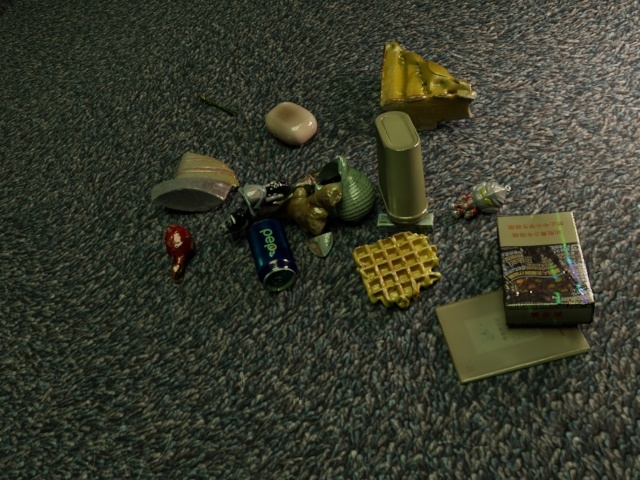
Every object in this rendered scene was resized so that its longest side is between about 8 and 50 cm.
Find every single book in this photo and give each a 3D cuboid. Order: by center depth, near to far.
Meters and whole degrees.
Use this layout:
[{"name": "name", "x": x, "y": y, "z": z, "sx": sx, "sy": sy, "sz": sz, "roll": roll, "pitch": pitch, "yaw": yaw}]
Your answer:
[{"name": "book", "x": 0.461, "y": 0.216, "z": 1.420, "sx": 0.310, "sy": 0.021, "sz": 0.217, "roll": -16, "pitch": 51, "yaw": 4}]

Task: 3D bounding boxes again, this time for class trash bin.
[{"name": "trash bin", "x": 0.228, "y": -0.211, "z": 1.652, "sx": 0.121, "sy": 0.248, "sz": 0.243, "roll": -11, "pitch": 37, "yaw": 1}]

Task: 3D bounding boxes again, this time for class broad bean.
[{"name": "broad bean", "x": -0.038, "y": -0.181, "z": 1.862, "sx": 0.254, "sy": 0.046, "sz": 0.065, "roll": -36, "pitch": 65, "yaw": -14}]

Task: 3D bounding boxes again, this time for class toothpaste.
[{"name": "toothpaste", "x": 0.249, "y": -0.054, "z": 1.684, "sx": 0.164, "sy": 0.034, "sz": 0.046, "roll": 0, "pitch": 53, "yaw": 17}]

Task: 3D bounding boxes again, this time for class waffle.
[{"name": "waffle", "x": 0.220, "y": 0.083, "z": 1.572, "sx": 0.229, "sy": 0.057, "sz": 0.219, "roll": -19, "pitch": 50, "yaw": 1}]

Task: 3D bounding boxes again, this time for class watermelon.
[{"name": "watermelon", "x": 0.000, "y": 0.000, "z": 1.697, "sx": 0.085, "sy": 0.061, "sz": 0.085, "roll": -7, "pitch": 67, "yaw": 16}]

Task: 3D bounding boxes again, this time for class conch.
[{"name": "conch", "x": 0.085, "y": -0.151, "z": 1.741, "sx": 0.172, "sy": 0.131, "sz": 0.200, "roll": -3, "pitch": 88, "yaw": 45}]

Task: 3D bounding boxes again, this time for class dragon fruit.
[{"name": "dragon fruit", "x": -0.435, "y": 0.039, "z": 1.796, "sx": 0.094, "sy": 0.094, "sz": 0.191, "roll": -13, "pitch": 72, "yaw": 6}]

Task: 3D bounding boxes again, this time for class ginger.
[{"name": "ginger", "x": -0.059, "y": -0.091, "z": 1.739, "sx": 0.333, "sy": 0.148, "sz": 0.081, "roll": 1, "pitch": 16, "yaw": 41}]

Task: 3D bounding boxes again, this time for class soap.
[{"name": "soap", "x": 0.362, "y": -0.543, "z": 1.949, "sx": 0.304, "sy": 0.169, "sz": 0.339, "roll": -3, "pitch": 54, "yaw": 14}]

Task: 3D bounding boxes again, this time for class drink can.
[{"name": "drink can", "x": -0.140, "y": 0.041, "z": 1.673, "sx": 0.118, "sy": 0.118, "sz": 0.205, "roll": -22, "pitch": 49, "yaw": -1}]

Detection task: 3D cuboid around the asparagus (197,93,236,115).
[{"name": "asparagus", "x": -0.410, "y": -0.532, "z": 2.263, "sx": 0.232, "sy": 0.022, "sz": 0.023, "roll": 31, "pitch": 111, "yaw": 31}]

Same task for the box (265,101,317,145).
[{"name": "box", "x": -0.104, "y": -0.412, "z": 2.034, "sx": 0.146, "sy": 0.088, "sz": 0.200, "roll": -43, "pitch": 54, "yaw": -15}]

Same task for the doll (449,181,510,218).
[{"name": "doll", "x": 0.459, "y": -0.114, "z": 1.651, "sx": 0.180, "sy": 0.079, "sz": 0.094, "roll": -23, "pitch": 78, "yaw": 7}]

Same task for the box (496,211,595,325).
[{"name": "box", "x": 0.553, "y": 0.065, "z": 1.445, "sx": 0.198, "sy": 0.084, "sz": 0.310, "roll": -4, "pitch": 45, "yaw": 15}]

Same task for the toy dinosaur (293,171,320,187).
[{"name": "toy dinosaur", "x": 0.021, "y": -0.185, "z": 1.829, "sx": 0.220, "sy": 0.032, "sz": 0.108, "roll": -12, "pitch": 72, "yaw": -17}]

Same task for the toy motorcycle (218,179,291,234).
[{"name": "toy motorcycle", "x": -0.211, "y": -0.095, "z": 1.723, "sx": 0.270, "sy": 0.159, "sz": 0.106, "roll": -37, "pitch": 75, "yaw": 30}]

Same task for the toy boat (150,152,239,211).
[{"name": "toy boat", "x": -0.410, "y": -0.210, "z": 1.963, "sx": 0.275, "sy": 0.111, "sz": 0.294, "roll": 10, "pitch": 46, "yaw": 15}]
